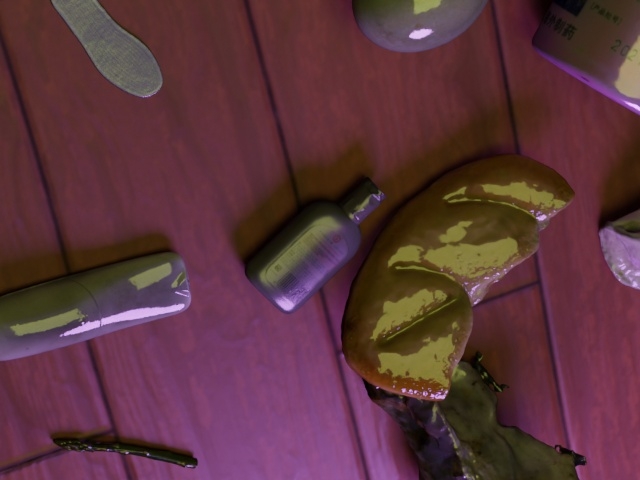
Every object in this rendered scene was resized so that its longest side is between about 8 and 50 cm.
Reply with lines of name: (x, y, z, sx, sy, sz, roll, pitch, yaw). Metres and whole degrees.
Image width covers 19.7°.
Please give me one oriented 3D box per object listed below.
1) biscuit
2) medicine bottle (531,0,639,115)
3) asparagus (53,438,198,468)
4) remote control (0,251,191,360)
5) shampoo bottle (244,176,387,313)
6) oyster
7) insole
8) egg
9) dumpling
biscuit: (0.133, 0.027, 1.958, 0.154, 0.045, 0.299, 33, 88, -2)
medicine bottle: (0.358, -0.278, 1.864, 0.178, 0.178, 0.291, 24, 102, -26)
asparagus: (-0.207, 0.227, 1.970, 0.162, 0.016, 0.016, 11, 127, -24)
remote control: (-0.242, 0.072, 1.876, 0.229, 0.044, 0.073, -15, 113, -13)
shampoo bottle: (0.000, 0.000, 1.933, 0.165, 0.040, 0.080, -44, 118, 2)
oyster: (0.182, 0.249, 2.044, 0.197, 0.133, 0.337, -24, 101, 27)
insole: (-0.208, -0.197, 1.797, 0.053, 0.002, 0.153, -38, 119, -1)
egg: (0.103, -0.248, 1.822, 0.152, 0.114, 0.114, -29, 118, -6)
dumpling: (0.410, 0.009, 2.052, 0.169, 0.100, 0.134, -24, 130, -6)
